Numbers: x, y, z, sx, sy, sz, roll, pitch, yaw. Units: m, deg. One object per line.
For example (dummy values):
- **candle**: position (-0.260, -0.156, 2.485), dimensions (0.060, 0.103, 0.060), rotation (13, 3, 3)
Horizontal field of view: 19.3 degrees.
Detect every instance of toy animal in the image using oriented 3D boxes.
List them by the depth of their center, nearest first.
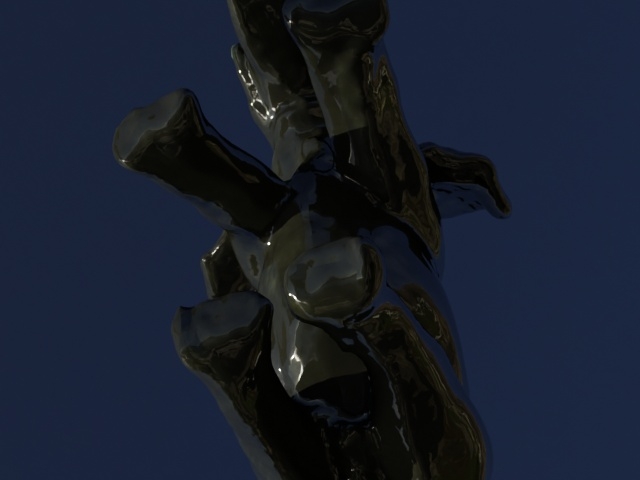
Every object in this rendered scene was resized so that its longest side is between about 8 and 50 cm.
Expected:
- **toy animal**: position (-0.005, 0.000, 0.635), dimensions (0.114, 0.245, 0.146), rotation (-12, -40, 20)
